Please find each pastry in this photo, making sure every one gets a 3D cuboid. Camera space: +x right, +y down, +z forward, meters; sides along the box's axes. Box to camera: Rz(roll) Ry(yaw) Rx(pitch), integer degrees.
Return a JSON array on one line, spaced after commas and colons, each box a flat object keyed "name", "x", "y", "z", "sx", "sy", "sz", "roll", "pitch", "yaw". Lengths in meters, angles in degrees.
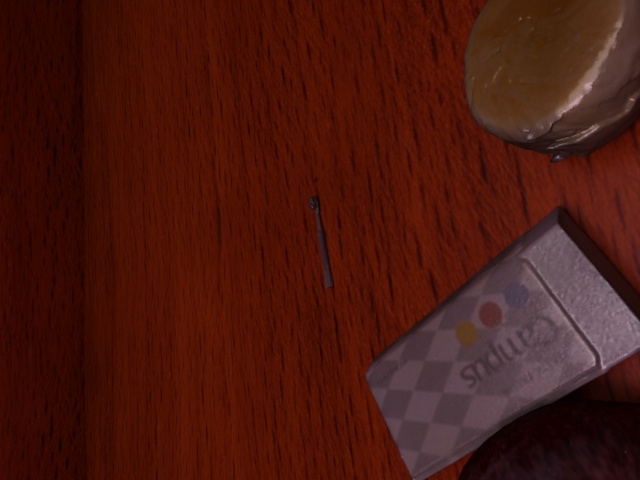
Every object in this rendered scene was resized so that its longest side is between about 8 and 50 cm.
[{"name": "pastry", "x": 0.297, "y": -0.233, "z": 0.653, "sx": 0.264, "sy": 0.133, "sz": 0.265, "roll": -7, "pitch": 81, "yaw": 48}]

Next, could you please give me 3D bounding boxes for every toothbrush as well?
[{"name": "toothbrush", "x": 0.002, "y": 0.000, "z": 1.041, "sx": 0.014, "sy": 0.017, "sz": 0.195, "roll": -28, "pitch": 69, "yaw": 49}]

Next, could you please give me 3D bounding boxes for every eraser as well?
[{"name": "eraser", "x": 0.233, "y": 0.155, "z": 0.724, "sx": 0.397, "sy": 0.082, "sz": 0.213, "roll": -49, "pitch": 54, "yaw": 33}]

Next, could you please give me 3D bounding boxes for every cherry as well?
[{"name": "cherry", "x": 0.279, "y": 0.303, "z": 0.570, "sx": 0.230, "sy": 0.203, "sz": 0.301, "roll": 36, "pitch": 100, "yaw": 26}]
